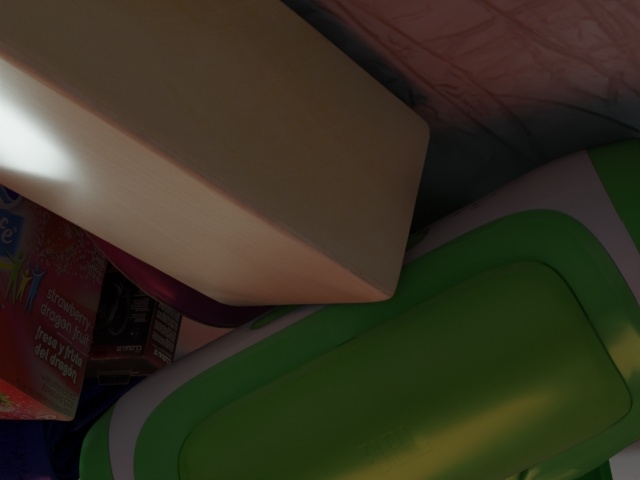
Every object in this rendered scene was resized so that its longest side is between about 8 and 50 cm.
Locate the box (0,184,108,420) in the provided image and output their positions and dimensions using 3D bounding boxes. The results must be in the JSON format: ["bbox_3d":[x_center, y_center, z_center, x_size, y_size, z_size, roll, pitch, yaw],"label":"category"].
[{"bbox_3d":[-0.224,-0.005,0.588,0.128,0.122,0.257,-1,154,21],"label":"box"}]

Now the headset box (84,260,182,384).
[{"bbox_3d":[-0.116,0.046,0.713,0.062,0.083,0.032,-6,151,26],"label":"headset box"}]

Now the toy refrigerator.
[{"bbox_3d":[-0.079,-0.067,0.454,0.102,0.094,0.269,-5,153,41],"label":"toy refrigerator"}]

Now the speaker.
[{"bbox_3d":[0.039,0.070,0.555,0.296,0.131,0.131,-28,144,14],"label":"speaker"}]

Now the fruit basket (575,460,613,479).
[{"bbox_3d":[0.059,0.319,0.913,0.392,0.392,0.283,-16,146,42],"label":"fruit basket"}]

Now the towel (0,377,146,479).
[{"bbox_3d":[-0.277,0.123,0.810,0.308,0.076,0.227,-10,-176,11],"label":"towel"}]

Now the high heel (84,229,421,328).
[{"bbox_3d":[0.000,0.000,0.624,0.244,0.082,0.117,27,120,-8],"label":"high heel"}]
